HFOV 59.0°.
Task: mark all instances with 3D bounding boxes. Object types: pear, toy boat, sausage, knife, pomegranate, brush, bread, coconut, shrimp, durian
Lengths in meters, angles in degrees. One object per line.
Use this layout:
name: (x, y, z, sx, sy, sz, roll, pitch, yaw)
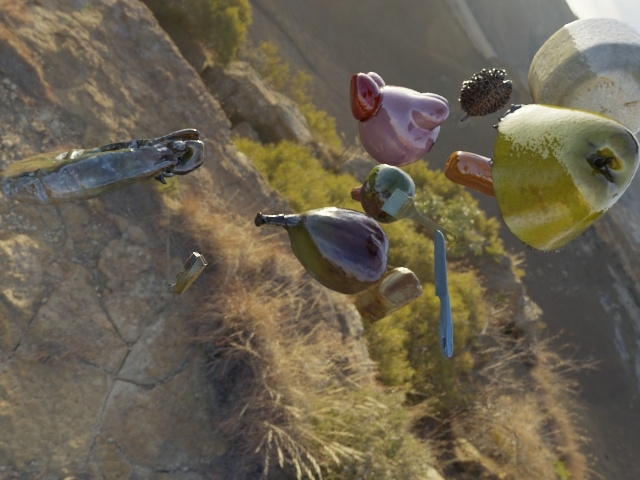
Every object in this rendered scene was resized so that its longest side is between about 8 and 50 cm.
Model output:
pear: (0.415, -0.117, 0.905, 0.267, 0.178, 0.266, 6, 78, -32)
toy boat: (-0.368, 0.096, 1.550, 0.049, 0.149, 0.047, 43, 15, 7)
sausage: (0.453, -0.171, 1.521, 0.238, 0.098, 0.098, 21, 29, 9)
knife: (0.271, 0.110, 1.261, 0.019, 0.044, 0.312, 18, 59, -26)
pomegranate: (0.207, -0.165, 2.016, 0.214, 0.248, 0.214, -11, 103, -52)
brush: (0.261, -0.054, 1.455, 0.205, 0.011, 0.083, 34, 61, 12)
bread: (0.228, 0.194, 1.966, 0.167, 0.294, 0.132, -20, 75, -18)
coconut: (0.556, -0.324, 1.160, 0.237, 0.237, 0.265, 44, 32, -28)
shrimp: (-0.483, -0.168, 1.275, 0.221, 0.446, 0.109, -128, -150, -56)
durian: (0.468, -0.429, 1.672, 0.091, 0.188, 0.148, 1, 45, -42)

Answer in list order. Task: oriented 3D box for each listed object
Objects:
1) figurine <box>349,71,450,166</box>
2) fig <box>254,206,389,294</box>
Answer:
figurine: (0.190, -0.308, 1.502, 0.262, 0.211, 0.269, 20, 21, 5)
fig: (-0.001, 0.001, 1.080, 0.274, 0.145, 0.170, 21, 57, -23)
